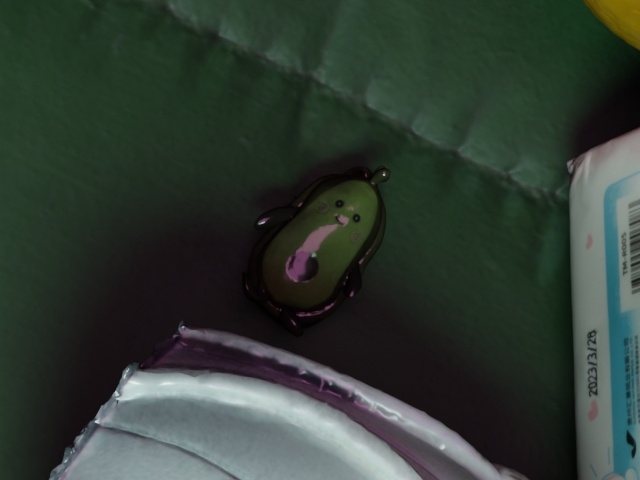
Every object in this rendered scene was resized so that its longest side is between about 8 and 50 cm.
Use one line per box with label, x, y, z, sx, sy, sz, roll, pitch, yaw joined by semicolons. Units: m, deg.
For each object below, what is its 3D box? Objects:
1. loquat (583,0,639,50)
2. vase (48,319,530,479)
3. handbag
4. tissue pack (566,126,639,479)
loquat;0.253;-0.211;0.979;0.274;0.275;0.275;1;79;-6
vase;0.067;0.241;0.855;0.445;0.250;0.250;31;77;10
handbag;0.000;0.000;1.016;0.072;0.047;0.111;38;80;1
tissue pack;0.230;0.063;0.936;0.124;0.201;0.271;11;70;-30
